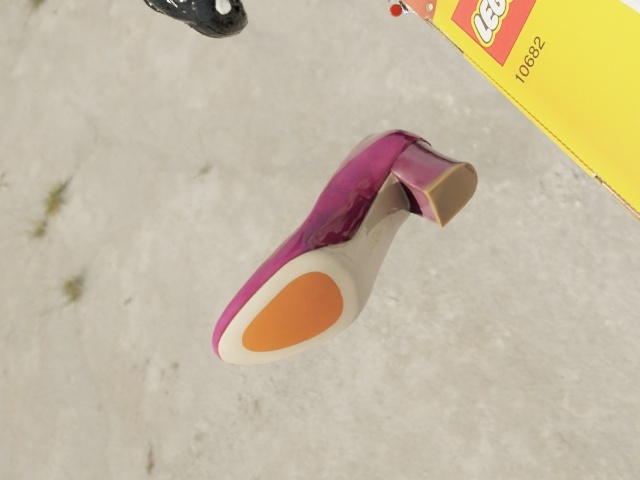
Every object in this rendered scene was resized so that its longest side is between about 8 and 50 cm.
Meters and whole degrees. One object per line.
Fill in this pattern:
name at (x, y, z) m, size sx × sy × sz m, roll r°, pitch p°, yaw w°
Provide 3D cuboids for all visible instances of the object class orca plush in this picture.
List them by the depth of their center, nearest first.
orca plush at (-0.205, -0.355, 1.105) m, size 0.151 × 0.287 × 0.102 m, roll -18°, pitch 21°, yaw 30°

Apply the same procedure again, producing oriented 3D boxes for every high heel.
high heel at (0.000, 0.000, 1.084) m, size 0.377 × 0.127 × 0.181 m, roll -34°, pitch 36°, yaw -22°

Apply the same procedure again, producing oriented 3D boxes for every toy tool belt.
toy tool belt at (0.138, -0.359, 1.374) m, size 0.083 × 0.052 × 0.051 m, roll -32°, pitch 9°, yaw 4°

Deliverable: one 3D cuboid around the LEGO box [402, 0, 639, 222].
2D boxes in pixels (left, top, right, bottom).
LEGO box at (0.293, -0.283, 0.582) m, size 0.372 × 0.193 × 0.500 m, roll 52°, pitch 138°, yaw 31°
